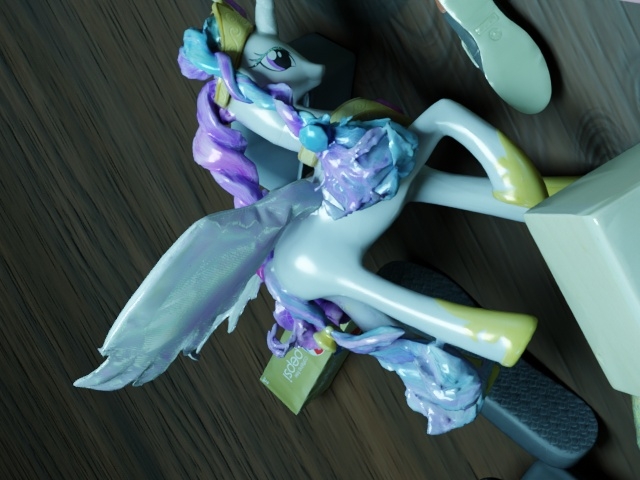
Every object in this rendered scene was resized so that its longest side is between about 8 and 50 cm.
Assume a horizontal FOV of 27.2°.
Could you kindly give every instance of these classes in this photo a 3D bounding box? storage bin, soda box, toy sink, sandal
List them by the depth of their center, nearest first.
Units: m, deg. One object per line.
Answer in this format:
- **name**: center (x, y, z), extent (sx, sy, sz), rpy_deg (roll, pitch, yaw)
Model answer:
- **toy sink**: center (0.290, -0.010, 0.934), extent (0.153, 0.234, 0.131), rpy_deg (60, 169, -8)
- **storage bin**: center (-0.025, -0.124, 1.215), extent (0.098, 0.091, 0.135), rpy_deg (31, 134, 26)
- **sandal**: center (0.138, 0.121, 1.222), extent (0.254, 0.097, 0.054), rpy_deg (43, 139, 13)
- **soda box**: center (-0.001, 0.102, 1.372), extent (0.058, 0.061, 0.181), rpy_deg (41, 139, 14)

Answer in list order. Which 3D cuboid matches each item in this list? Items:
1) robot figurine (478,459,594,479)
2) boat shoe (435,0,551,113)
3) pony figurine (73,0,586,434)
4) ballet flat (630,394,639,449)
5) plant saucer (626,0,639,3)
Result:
- **robot figurine**: center (0.166, 0.332, 1.229), extent (0.209, 0.278, 0.173), rpy_deg (32, -173, -32)
- **boat shoe**: center (0.138, -0.161, 1.068), extent (0.137, 0.049, 0.043), rpy_deg (52, -177, -1)
- **pony figurine**: center (0.000, 0.000, 1.078), extent (0.363, 0.303, 0.351), rpy_deg (29, 100, 4)
- **ballet flat**: center (0.360, 0.121, 0.907), extent (0.348, 0.123, 0.123), rpy_deg (-14, 106, 51)
- **plant saucer**: center (0.205, -0.306, 0.785), extent (0.332, 0.084, 0.332), rpy_deg (7, 107, 24)
